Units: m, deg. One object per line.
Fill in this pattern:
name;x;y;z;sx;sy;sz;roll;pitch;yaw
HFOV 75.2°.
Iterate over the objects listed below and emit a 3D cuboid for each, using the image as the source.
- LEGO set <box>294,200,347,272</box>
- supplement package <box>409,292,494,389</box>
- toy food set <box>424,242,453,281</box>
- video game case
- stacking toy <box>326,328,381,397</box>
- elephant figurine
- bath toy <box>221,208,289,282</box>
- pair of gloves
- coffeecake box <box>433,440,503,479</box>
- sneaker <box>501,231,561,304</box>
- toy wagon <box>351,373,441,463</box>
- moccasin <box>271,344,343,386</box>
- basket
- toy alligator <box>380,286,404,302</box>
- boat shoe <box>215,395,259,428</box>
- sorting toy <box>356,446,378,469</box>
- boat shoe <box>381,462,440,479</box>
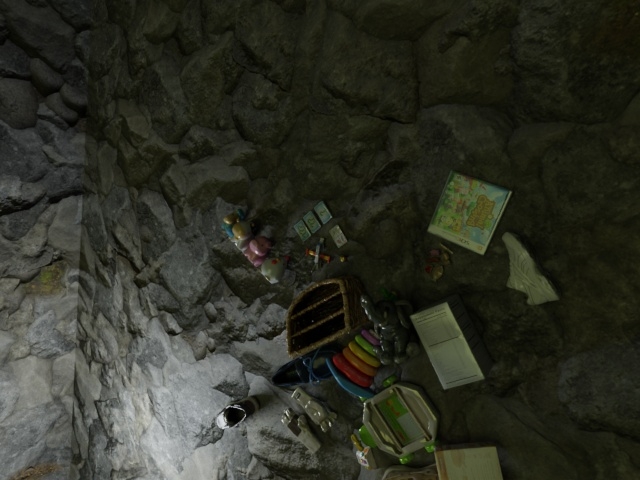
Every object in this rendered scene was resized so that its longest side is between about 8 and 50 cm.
LEGO set;0.000;0.000;1.574;0.182;0.060;0.244;-39;74;33
supplement package;0.409;0.308;1.293;0.139;0.134;0.243;-29;79;32
toy food set;0.382;0.068;1.357;0.078;0.019;0.122;41;123;23
video game case;0.456;-0.087;1.288;0.194;0.023;0.212;27;109;28
stacking toy;0.171;0.373;1.456;0.175;0.166;0.301;33;93;-19
elephant figurine;0.227;0.258;1.331;0.170;0.186;0.239;-18;89;-4
bath toy;-0.261;0.022;1.709;0.129;0.151;0.348;-42;69;-8
pair of gloves;-0.051;0.725;1.688;0.204;0.042;0.239;33;116;22
coffeecake box;0.460;0.714;1.290;0.186;0.068;0.142;-11;76;12
sneaker;0.575;0.087;1.193;0.115;0.090;0.232;-36;74;34
toy wagon;0.249;0.643;1.472;0.344;0.068;0.267;-43;72;29
moccasin;-0.048;0.513;1.620;0.342;0.117;0.137;-36;76;30
basket;0.006;0.256;1.497;0.299;0.223;0.213;-32;78;32
toy alligator;0.270;0.234;1.429;0.190;0.056;0.051;44;154;5
boat shoe;-0.397;0.792;1.889;0.285;0.092;0.102;-34;77;31
sorting toy;0.166;0.824;1.566;0.075;0.045;0.083;-28;79;51
boat shoe;0.358;0.830;1.394;0.342;0.110;0.121;-22;83;32
